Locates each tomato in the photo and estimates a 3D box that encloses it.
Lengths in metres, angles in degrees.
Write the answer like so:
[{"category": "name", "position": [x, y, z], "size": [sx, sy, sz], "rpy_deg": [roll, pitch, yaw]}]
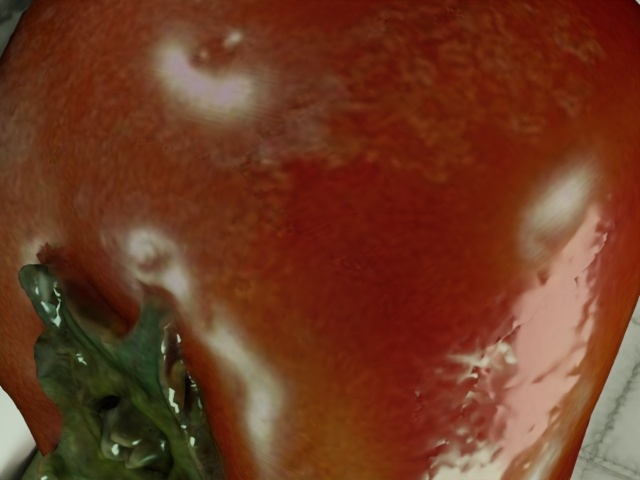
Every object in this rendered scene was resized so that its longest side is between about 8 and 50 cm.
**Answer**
[{"category": "tomato", "position": [0.000, 0.000, 0.603], "size": [0.290, 0.293, 0.325], "rpy_deg": [-44, 149, -38]}]

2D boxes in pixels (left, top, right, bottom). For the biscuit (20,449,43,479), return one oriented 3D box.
[{"category": "biscuit", "position": [-0.148, 0.191, 0.837], "size": [0.329, 0.078, 0.335], "rpy_deg": [-38, 152, -79]}]
